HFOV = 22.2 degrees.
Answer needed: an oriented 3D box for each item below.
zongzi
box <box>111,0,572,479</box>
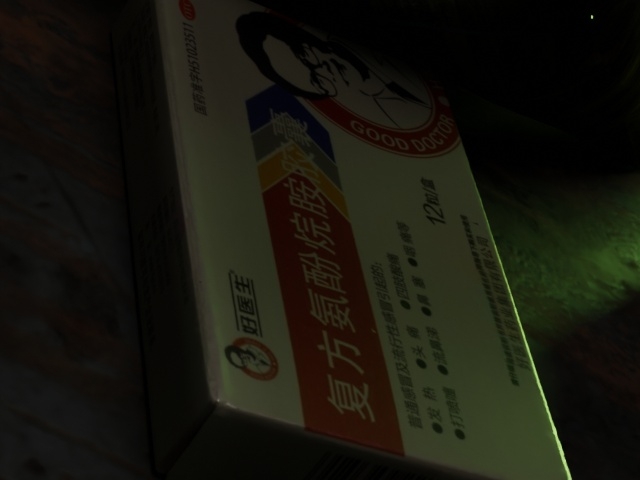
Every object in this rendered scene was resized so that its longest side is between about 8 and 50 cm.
[{"bbox_3d":[0.046,-0.177,1.132,0.403,0.432,0.208,-1,55,11],"label":"zongzi"},{"bbox_3d":[0.000,0.000,0.914,0.214,0.069,0.353,18,36,-27],"label":"box"}]
